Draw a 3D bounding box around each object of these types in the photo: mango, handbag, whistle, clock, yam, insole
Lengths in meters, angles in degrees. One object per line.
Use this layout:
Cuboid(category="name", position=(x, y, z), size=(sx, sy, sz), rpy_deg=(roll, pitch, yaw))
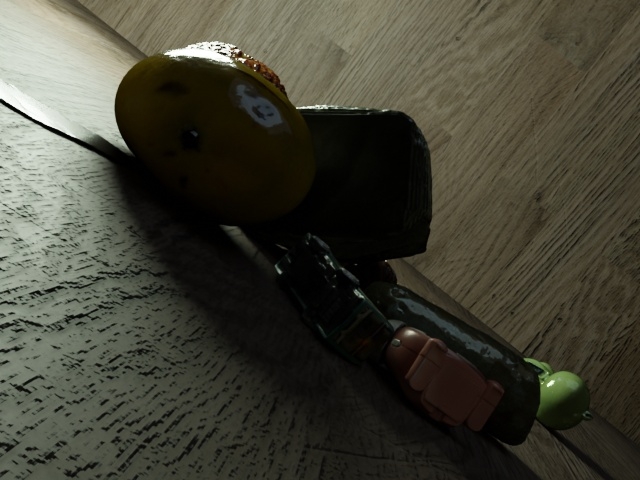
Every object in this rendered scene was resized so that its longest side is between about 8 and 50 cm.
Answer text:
Cuboid(category="mango", position=(-0.164, -0.166, 1.408), size=(0.301, 0.220, 0.445), rpy_deg=(29, 7, -22))
Cuboid(category="handbag", position=(0.041, -0.087, 1.600), size=(0.341, 0.247, 0.240), rpy_deg=(1, -8, 20))
Cuboid(category="whistle", position=(0.489, 0.341, 2.119), size=(0.294, 0.141, 0.141), rpy_deg=(19, -11, 47))
Cuboid(category="clock", position=(0.148, 0.185, 1.286), size=(0.166, 0.092, 0.162), rpy_deg=(36, -3, -22))
Cuboid(category="yam", position=(0.194, 0.177, 1.439), size=(0.330, 0.133, 0.133), rpy_deg=(34, 6, -5))
Cuboid(category="insole", position=(-0.359, -0.164, 1.229), size=(0.111, 0.007, 0.328), rpy_deg=(44, 8, 34))

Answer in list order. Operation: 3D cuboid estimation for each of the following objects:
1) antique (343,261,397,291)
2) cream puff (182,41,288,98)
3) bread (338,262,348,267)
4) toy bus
Cuboid(category="antique", position=(0.090, 0.075, 1.682), size=(0.104, 0.104, 0.104), rpy_deg=(38, 6, -4))
Cuboid(category="cream puff", position=(-0.186, -0.280, 1.966), size=(0.350, 0.229, 0.350), rpy_deg=(50, 14, -17))
Cuboid(category="bread", position=(0.012, 0.008, 1.792), size=(0.156, 0.103, 0.110), rpy_deg=(23, 28, -52))
Cuboid(category="toy bus", position=(0.013, 0.074, 1.296), size=(0.109, 0.091, 0.261), rpy_deg=(43, 4, -29))
